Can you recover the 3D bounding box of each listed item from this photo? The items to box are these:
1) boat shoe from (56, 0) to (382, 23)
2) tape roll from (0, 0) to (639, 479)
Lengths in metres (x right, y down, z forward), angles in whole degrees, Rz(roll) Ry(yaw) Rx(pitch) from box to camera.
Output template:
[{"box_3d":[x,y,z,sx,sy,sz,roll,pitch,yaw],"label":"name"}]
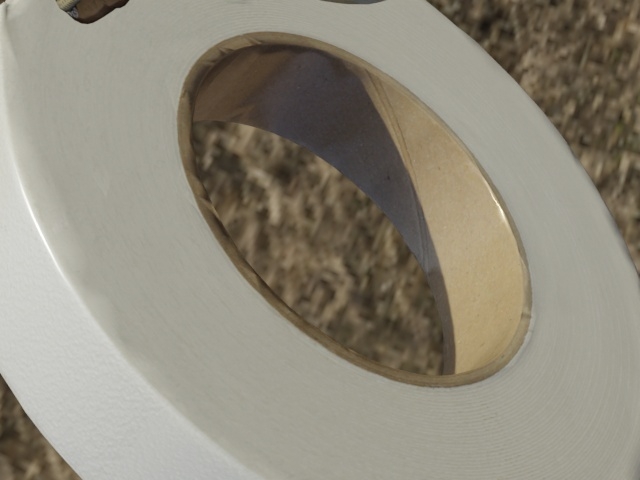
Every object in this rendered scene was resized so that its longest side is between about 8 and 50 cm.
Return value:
[{"box_3d":[0.004,-0.131,0.515,0.324,0.122,0.120,-5,122,52],"label":"boat shoe"},{"box_3d":[0.000,0.000,0.929,0.392,0.392,0.072,37,128,-12],"label":"tape roll"}]
